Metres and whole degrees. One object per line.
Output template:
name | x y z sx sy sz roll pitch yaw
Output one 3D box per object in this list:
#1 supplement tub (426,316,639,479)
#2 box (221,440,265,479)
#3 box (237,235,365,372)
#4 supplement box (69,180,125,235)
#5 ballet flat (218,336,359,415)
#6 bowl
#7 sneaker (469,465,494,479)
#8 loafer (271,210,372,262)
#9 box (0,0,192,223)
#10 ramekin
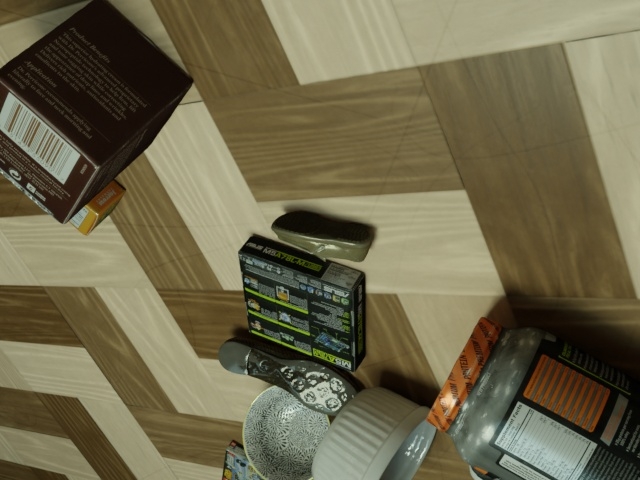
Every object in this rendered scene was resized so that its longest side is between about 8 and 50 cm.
supplement tub | 0.302 0.233 1.094 0.316 0.193 0.193 29 140 12
box | -0.149 0.466 1.797 0.094 0.027 0.137 27 140 11
box | -0.025 0.096 1.328 0.190 0.045 0.184 18 139 22
supplement box | -0.421 -0.118 1.392 0.233 0.078 0.080 43 138 -7
ballet flat | -0.049 0.216 1.460 0.250 0.058 0.084 17 102 16
bowl | -0.040 0.327 1.514 0.170 0.080 0.170 -4 82 28
sneaker | 0.313 0.333 1.272 0.217 0.079 0.121 18 139 25
loafer | 0.000 0.000 1.203 0.148 0.056 0.050 14 129 27
box | -0.311 -0.166 1.160 0.168 0.203 0.167 42 141 -5
ramekin | 0.078 0.319 1.349 0.109 0.207 0.207 31 142 23
